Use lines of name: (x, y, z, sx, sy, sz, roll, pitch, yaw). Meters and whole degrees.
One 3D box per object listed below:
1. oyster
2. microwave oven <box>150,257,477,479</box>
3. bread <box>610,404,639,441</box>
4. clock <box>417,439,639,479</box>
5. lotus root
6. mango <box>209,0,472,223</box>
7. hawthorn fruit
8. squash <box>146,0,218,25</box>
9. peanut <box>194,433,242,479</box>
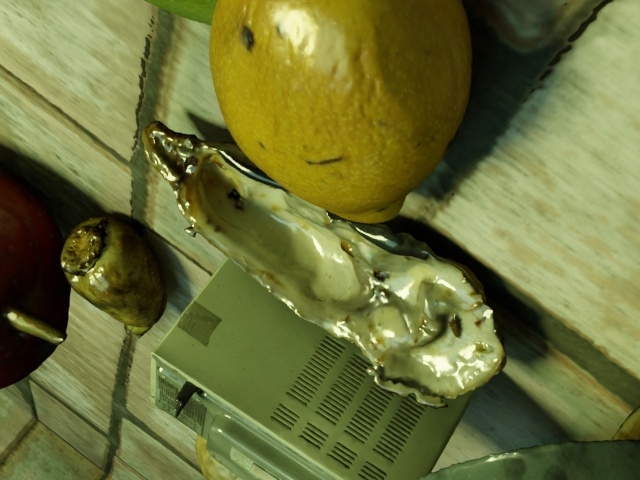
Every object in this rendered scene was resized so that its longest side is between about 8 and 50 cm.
oyster: (-0.001, 0.002, 0.759, 0.345, 0.078, 0.128, 34, 133, 13)
microwave oven: (-0.009, 0.133, 0.837, 0.240, 0.194, 0.145, 32, 155, 7)
bread: (0.244, 0.159, 0.694, 0.053, 0.073, 0.214, 15, 147, 6)
clock: (0.206, 0.222, 0.671, 0.319, 0.066, 0.319, 3, 148, 2)
lotus root: (-0.223, 0.047, 1.088, 0.108, 0.094, 0.190, 47, 171, 35)
mango: (0.007, -0.082, 0.561, 0.157, 0.109, 0.262, 27, 154, 14)
hawthorn fruit: (-0.400, 0.049, 1.085, 0.369, 0.285, 0.285, 17, 147, 39)
squash: (-0.109, -0.247, 0.544, 0.189, 0.189, 0.260, 23, -174, 28)
peanut: (-0.063, 0.315, 1.251, 0.159, 0.143, 0.291, 11, 138, 58)
